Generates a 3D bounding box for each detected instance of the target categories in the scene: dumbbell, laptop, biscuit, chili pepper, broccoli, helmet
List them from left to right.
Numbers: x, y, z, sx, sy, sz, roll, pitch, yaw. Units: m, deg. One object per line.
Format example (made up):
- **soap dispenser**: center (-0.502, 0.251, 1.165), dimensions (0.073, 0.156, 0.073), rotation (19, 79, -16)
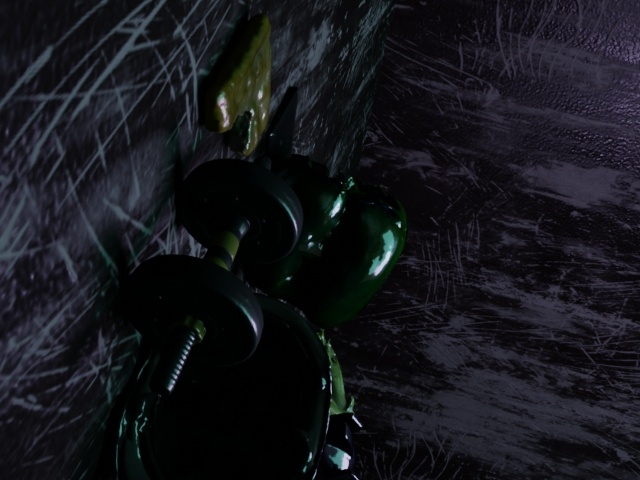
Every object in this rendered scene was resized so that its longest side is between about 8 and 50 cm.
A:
- **dumbbell**: center (-0.108, 0.021, 0.848), dimensions (0.143, 0.143, 0.326), rotation (98, 9, -48)
- **helmet**: center (-0.114, 0.214, 0.949), dimensions (0.177, 0.224, 0.306), rotation (125, -13, -78)
- **biscuit**: center (-0.098, -0.162, 0.983), dimensions (0.183, 0.038, 0.174), rotation (95, 10, -51)
- **laptop**: center (-0.069, -0.149, 1.374), dimensions (0.197, 0.016, 0.135), rotation (97, 11, -50)
- **broccoli**: center (-0.048, 0.309, 1.672), dimensions (0.265, 0.245, 0.294), rotation (-58, 153, 14)
- **chili pepper**: center (0.000, 0.000, 1.336), dimensions (0.257, 0.248, 0.233), rotation (-60, -176, 5)

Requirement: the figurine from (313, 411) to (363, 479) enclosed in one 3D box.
- **figurine**: center (-0.063, 0.355, 1.280), dimensions (0.143, 0.308, 0.309), rotation (33, 70, -61)
